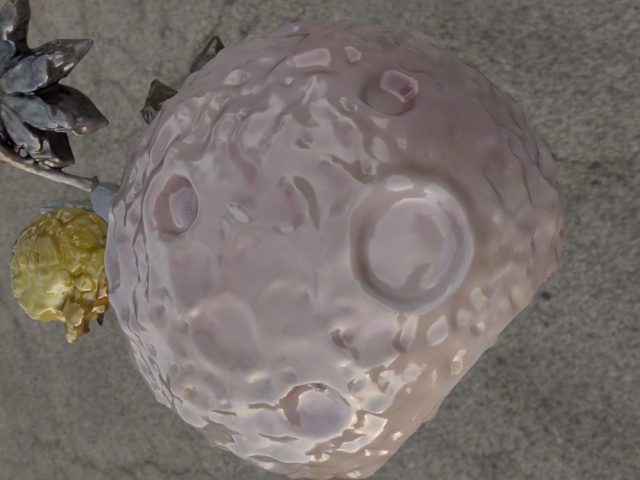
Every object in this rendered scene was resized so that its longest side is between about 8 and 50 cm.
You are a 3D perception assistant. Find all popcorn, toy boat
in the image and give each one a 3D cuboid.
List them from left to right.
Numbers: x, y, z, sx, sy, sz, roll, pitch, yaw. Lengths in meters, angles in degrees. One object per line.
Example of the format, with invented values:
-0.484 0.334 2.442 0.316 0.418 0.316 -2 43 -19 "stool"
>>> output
-0.345 0.045 1.094 0.180 0.180 0.170 -11 137 46 "popcorn"
-0.333 -0.002 1.417 0.276 0.111 0.293 44 157 -24 "toy boat"

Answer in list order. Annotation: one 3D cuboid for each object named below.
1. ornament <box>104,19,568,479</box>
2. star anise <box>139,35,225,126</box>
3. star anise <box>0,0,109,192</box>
0.000 0.000 0.459 0.225 0.259 0.259 41 132 12 "ornament"
-0.141 -0.093 0.994 0.315 0.108 0.315 7 101 38 "star anise"
-0.323 -0.148 0.829 0.230 0.081 0.262 -17 116 17 "star anise"
